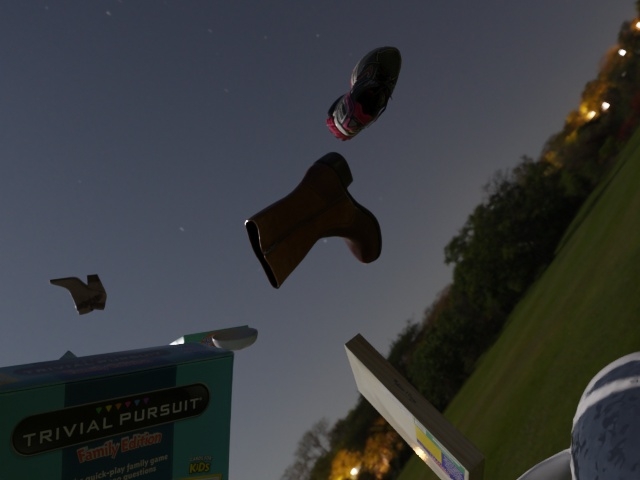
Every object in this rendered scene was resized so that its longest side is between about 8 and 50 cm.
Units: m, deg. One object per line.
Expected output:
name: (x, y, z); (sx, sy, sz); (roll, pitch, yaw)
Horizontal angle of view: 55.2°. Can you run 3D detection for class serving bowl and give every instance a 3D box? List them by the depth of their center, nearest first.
serving bowl: (-0.154, 0.182, 1.113); (0.083, 0.083, 0.027); (-20, -75, -60)

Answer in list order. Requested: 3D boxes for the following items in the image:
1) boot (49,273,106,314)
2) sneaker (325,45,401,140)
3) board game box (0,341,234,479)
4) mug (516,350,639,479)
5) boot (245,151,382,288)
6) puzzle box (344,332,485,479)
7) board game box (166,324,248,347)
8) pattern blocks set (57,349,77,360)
boot: (-0.540, 0.123, 1.367); (0.042, 0.118, 0.087); (-149, 53, -85)
sneaker: (0.131, -0.362, 1.479); (0.112, 0.121, 0.299); (-19, 37, 54)
board game box: (-0.210, 0.281, 0.581); (0.253, 0.079, 0.336); (1, -88, -46)
mug: (0.370, 0.293, 0.660); (0.374, 0.276, 0.328); (-24, 18, 14)
boot: (0.000, 0.000, 1.200); (0.280, 0.096, 0.264); (-48, -51, -39)
puzzle box: (0.222, 0.428, 1.463); (0.052, 0.409, 0.272); (-36, -36, -16)
board game box: (-0.278, 0.251, 1.424); (0.160, 0.047, 0.210); (-4, -17, -37)
pattern blocks set: (-0.409, 0.359, 1.208); (0.026, 0.324, 0.285); (-48, 17, 18)
